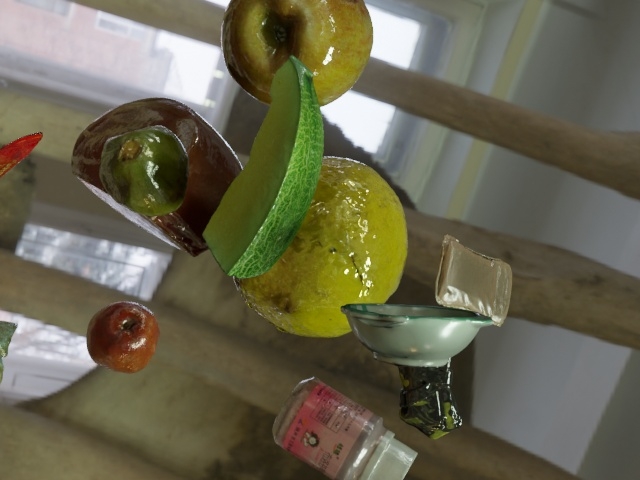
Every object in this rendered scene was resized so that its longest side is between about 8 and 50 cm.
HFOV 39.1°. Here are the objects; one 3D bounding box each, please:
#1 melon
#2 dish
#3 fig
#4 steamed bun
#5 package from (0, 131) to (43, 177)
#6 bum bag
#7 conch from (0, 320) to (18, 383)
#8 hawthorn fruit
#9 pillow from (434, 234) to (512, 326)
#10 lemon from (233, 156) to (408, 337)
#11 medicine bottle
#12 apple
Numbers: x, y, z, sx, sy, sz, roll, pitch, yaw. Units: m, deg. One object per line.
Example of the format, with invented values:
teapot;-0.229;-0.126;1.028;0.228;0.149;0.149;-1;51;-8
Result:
melon;-0.062;-0.109;1.363;0.323;0.124;0.196;-66;171;15
dish;0.122;0.134;1.260;0.224;0.246;0.078;5;-90;27
fig;-0.282;-0.120;1.433;0.165;0.144;0.154;98;-10;-67
steamed bun;-0.318;-0.152;1.838;0.379;0.235;0.248;26;-104;44
package;-0.467;-0.088;1.243;0.200;0.022;0.083;-32;180;27
bum bag;0.172;0.222;1.463;0.060;0.107;0.232;-56;143;-66
conch;-0.564;0.197;1.478;0.116;0.106;0.173;-27;-148;45
hawthorn fruit;-0.465;0.228;2.137;0.189;0.189;0.189;-167;-90;-69
pillow;0.295;0.081;1.722;0.034;0.211;0.135;-10;-117;49
lemon;0.000;0.000;1.727;0.349;0.350;0.387;-57;-175;42
medicine bottle;0.045;0.362;1.625;0.147;0.247;0.147;-55;166;-20
apple;-0.042;-0.346;1.520;0.264;0.264;0.264;-167;-90;-69
